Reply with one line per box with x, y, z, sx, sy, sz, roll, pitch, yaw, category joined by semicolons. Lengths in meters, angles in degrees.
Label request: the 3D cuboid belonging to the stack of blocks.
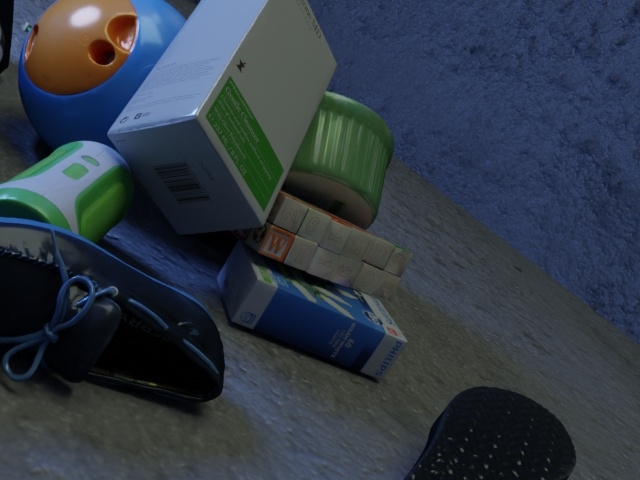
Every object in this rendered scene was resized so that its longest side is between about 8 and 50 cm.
0.000;0.000;1.274;0.297;0.087;0.171;24;4;-37;stack of blocks

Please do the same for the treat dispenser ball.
-0.317;-0.247;1.286;0.288;0.288;0.288;30;16;-10;treat dispenser ball

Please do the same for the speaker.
-0.308;-0.035;0.975;0.131;0.131;0.296;30;16;-8;speaker

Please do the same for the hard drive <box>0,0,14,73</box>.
-0.538;-0.384;1.344;0.054;0.255;0.172;6;22;-10;hard drive

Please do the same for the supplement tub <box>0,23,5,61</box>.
-0.575;-0.387;1.136;0.207;0.207;0.338;0;67;-62;supplement tub

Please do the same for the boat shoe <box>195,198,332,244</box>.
-0.101;-0.022;1.368;0.285;0.103;0.092;15;53;-24;boat shoe

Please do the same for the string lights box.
-0.014;0.102;1.213;0.259;0.077;0.133;24;15;-26;string lights box

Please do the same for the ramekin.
-0.028;-0.118;1.451;0.303;0.303;0.148;23;60;-29;ramekin

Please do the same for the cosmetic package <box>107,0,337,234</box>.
-0.122;-0.205;1.179;0.197;0.155;0.366;59;39;-38;cosmetic package

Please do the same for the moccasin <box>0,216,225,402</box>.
-0.224;0.073;0.809;0.342;0.138;0.117;19;25;-36;moccasin

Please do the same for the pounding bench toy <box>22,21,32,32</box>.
-0.577;-0.420;1.733;0.083;0.052;0.065;19;21;-38;pounding bench toy

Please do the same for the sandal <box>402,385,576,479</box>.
0.172;0.297;0.989;0.167;0.107;0.445;40;30;20;sandal
